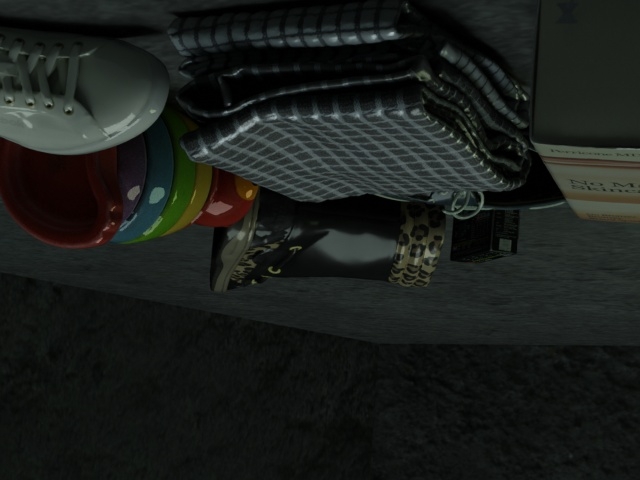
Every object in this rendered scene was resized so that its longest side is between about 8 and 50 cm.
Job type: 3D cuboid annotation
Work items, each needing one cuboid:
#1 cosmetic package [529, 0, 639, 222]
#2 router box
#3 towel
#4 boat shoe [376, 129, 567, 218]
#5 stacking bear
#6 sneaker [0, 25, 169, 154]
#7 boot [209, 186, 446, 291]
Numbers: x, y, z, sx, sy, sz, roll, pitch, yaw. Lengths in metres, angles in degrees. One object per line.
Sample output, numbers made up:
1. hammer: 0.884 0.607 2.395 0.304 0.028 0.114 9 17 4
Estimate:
1. cosmetic package: 0.260 -0.100 1.161 0.153 0.129 0.296 3 171 18
2. router box: 0.201 -0.023 1.809 0.038 0.092 0.122 7 171 -18
3. towel: 0.032 -0.107 1.271 0.235 0.121 0.283 -1 170 27
4. boat shoe: 0.151 -0.069 1.470 0.254 0.095 0.079 7 -167 -24
5. stacking bear: -0.172 -0.072 1.525 0.164 0.175 0.289 -5 175 37
6. sneaker: -0.279 -0.136 1.285 0.290 0.106 0.123 3 174 20
7. boot: 0.000 0.000 1.960 0.284 0.138 0.377 5 166 -5
